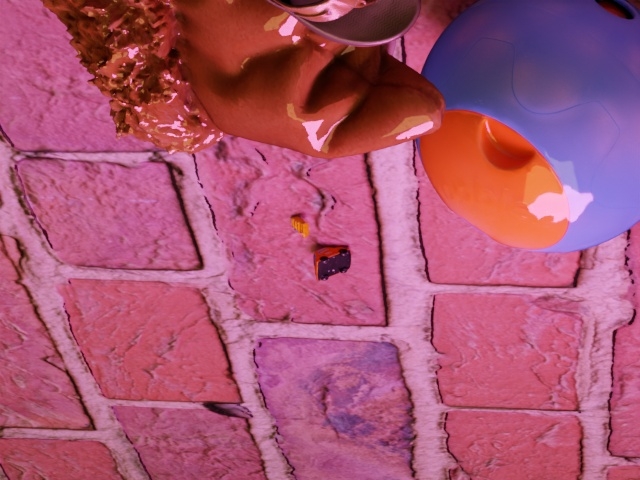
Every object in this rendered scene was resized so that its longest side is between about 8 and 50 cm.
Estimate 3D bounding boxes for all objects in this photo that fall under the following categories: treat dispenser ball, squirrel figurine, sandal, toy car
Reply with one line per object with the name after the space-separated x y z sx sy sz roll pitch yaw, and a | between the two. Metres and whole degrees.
0.242 -0.130 2.008 0.288 0.288 0.288 4 151 2 | treat dispenser ball
-0.113 -0.269 1.839 0.397 0.281 0.370 -15 138 22 | squirrel figurine
-0.009 -0.237 1.691 0.219 0.060 0.090 32 103 -21 | sandal
0.000 0.000 2.554 0.040 0.060 0.122 37 156 44 | toy car
